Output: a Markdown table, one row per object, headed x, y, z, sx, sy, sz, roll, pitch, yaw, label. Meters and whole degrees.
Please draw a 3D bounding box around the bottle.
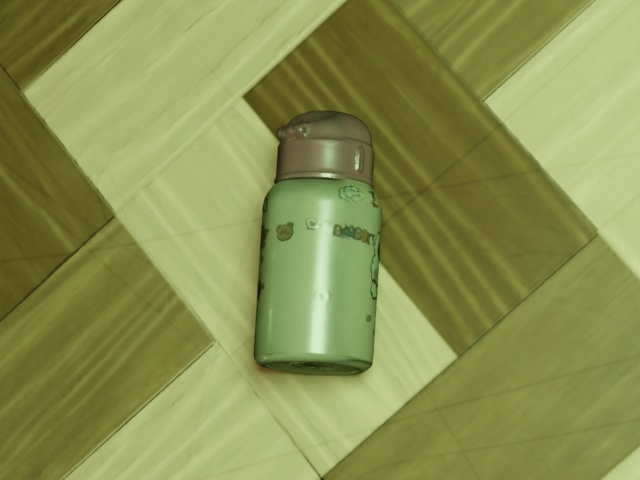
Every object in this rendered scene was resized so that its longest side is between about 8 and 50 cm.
| x | y | z | sx | sy | sz | roll | pitch | yaw | label |
| --- | --- | --- | --- | --- | --- | --- | --- | --- | --- |
| 0.000 | 0.000 | 1.779 | 0.110 | 0.110 | 0.233 | 0 | 78 | 19 | bottle |
